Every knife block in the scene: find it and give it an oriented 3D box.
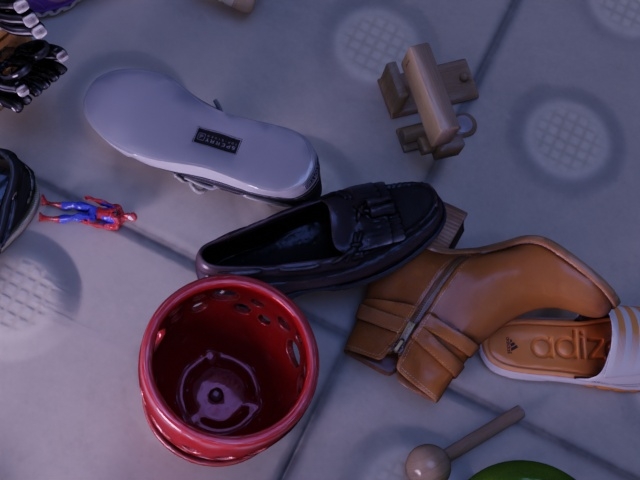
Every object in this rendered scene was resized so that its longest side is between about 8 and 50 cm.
[{"bbox_3d":[-0.412,-0.253,1.526,0.275,0.242,0.088,41,68,8],"label":"knife block"}]

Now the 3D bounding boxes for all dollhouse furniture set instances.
[{"bbox_3d":[0.164,-0.181,1.637,0.123,0.151,0.144,-15,74,-14],"label":"dollhouse furniture set"}]

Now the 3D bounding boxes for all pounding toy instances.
[{"bbox_3d":[0.217,0.288,1.457,0.183,0.110,0.237,-24,59,-15],"label":"pounding toy"}]

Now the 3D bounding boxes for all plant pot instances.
[{"bbox_3d":[-0.105,0.153,1.452,0.191,0.174,0.191,3,68,-7],"label":"plant pot"}]

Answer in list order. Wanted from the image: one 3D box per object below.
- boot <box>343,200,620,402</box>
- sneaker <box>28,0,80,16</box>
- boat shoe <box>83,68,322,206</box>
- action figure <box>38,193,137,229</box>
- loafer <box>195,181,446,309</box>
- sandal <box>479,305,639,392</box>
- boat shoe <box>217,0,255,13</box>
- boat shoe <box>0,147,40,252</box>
[{"bbox_3d":[0.183,0.090,1.543,0.283,0.109,0.220,24,72,13],"label":"boot"},{"bbox_3d":[-0.297,-0.356,1.660,0.236,0.104,0.095,-16,74,-13],"label":"sneaker"},{"bbox_3d":[-0.138,-0.116,1.588,0.306,0.105,0.113,16,73,13],"label":"boat shoe"},{"bbox_3d":[-0.277,-0.033,1.579,0.115,0.030,0.038,6,63,-9],"label":"action figure"},{"bbox_3d":[0.000,0.000,1.529,0.302,0.095,0.109,-21,56,1],"label":"loafer"},{"bbox_3d":[0.325,0.126,1.582,0.265,0.076,0.102,-1,69,-9],"label":"sandal"},{"bbox_3d":[-0.063,-0.434,1.728,0.098,0.109,0.302,27,73,-3],"label":"boat shoe"},{"bbox_3d":[-0.436,0.031,1.481,0.127,0.113,0.340,37,68,6],"label":"boat shoe"}]
